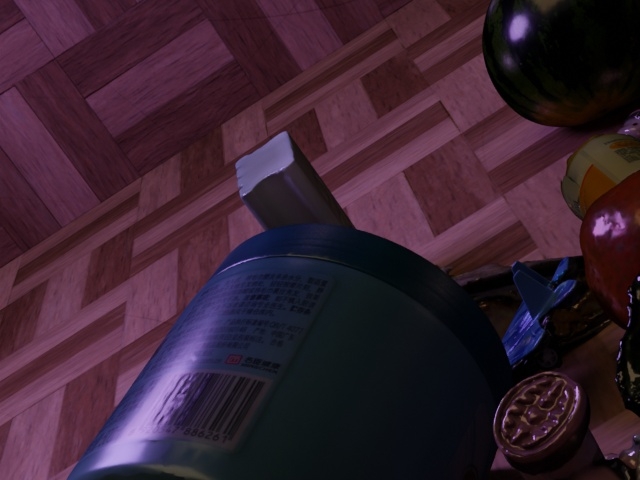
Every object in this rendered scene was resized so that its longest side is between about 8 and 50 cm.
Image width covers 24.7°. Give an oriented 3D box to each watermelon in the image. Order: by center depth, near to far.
[{"bbox_3d":[0.351,-0.284,2.039,0.269,0.269,0.269,-31,19,12],"label":"watermelon"}]

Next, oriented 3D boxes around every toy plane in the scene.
[{"bbox_3d":[0.193,0.131,1.486,0.169,0.078,0.246,-74,6,-77],"label":"toy plane"}]

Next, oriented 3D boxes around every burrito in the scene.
[{"bbox_3d":[0.169,0.077,1.650,0.175,0.107,0.348,-28,15,-36],"label":"burrito"}]

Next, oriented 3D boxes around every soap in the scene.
[{"bbox_3d":[0.000,0.000,1.892,0.087,0.265,0.160,-33,18,7],"label":"soap"}]

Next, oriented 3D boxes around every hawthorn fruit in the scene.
[{"bbox_3d":[0.344,0.022,1.427,0.189,0.189,0.189,-31,19,12],"label":"hawthorn fruit"}]

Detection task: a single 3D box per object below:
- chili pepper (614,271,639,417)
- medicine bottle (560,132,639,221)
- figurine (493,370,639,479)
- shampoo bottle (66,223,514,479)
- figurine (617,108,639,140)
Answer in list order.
[{"bbox_3d":[0.372,0.069,1.298,0.264,0.148,0.116,-40,20,-1],"label":"chili pepper"},{"bbox_3d":[0.351,-0.049,1.646,0.124,0.124,0.239,-33,16,3],"label":"medicine bottle"},{"bbox_3d":[0.320,0.126,1.100,0.361,0.253,0.211,-40,1,7],"label":"figurine"},{"bbox_3d":[-0.031,0.212,1.324,0.331,0.331,0.342,-19,24,38],"label":"shampoo bottle"},{"bbox_3d":[0.393,-0.115,1.858,0.129,0.054,0.072,-51,9,-24],"label":"figurine"}]
